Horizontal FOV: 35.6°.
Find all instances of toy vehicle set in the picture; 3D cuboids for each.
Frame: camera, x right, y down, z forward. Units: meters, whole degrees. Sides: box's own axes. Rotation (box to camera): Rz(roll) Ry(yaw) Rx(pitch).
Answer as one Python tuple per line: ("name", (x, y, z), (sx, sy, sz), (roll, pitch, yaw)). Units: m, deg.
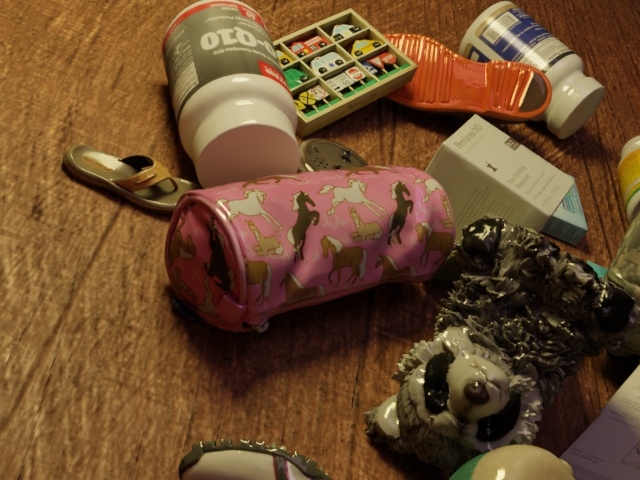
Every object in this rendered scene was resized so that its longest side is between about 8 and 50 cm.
("toy vehicle set", (0.012, -0.276, 1.614), (0.267, 0.035, 0.166), (-32, 67, -36))

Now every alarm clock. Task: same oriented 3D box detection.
("alarm clock", (-0.002, -0.101, 1.425), (0.192, 0.064, 0.129), (28, 35, 3))

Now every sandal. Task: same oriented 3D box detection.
("sandal", (-0.231, -0.084, 1.247), (0.180, 0.049, 0.072), (21, 36, -12))

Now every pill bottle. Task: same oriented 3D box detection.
("pill bottle", (0.406, -0.325, 1.911), (0.153, 0.153, 0.264), (-19, 58, -47))
("pill bottle", (0.603, -0.104, 1.808), (0.118, 0.117, 0.208), (24, 35, -9))
("pill bottle", (-0.121, -0.192, 1.362), (0.161, 0.161, 0.283), (9, 40, -27))

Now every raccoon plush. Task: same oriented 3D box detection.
("raccoon plush", (0.236, 0.169, 1.222), (0.216, 0.299, 0.446), (32, 0, 30))

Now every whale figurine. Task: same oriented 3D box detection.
("whale figurine", (0.220, 0.326, 1.015), (0.272, 0.141, 0.216), (37, 44, -30))

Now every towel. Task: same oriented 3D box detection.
("towel", (0.213, 0.019, 1.355), (0.110, 0.148, 0.027), (4, 62, -34))

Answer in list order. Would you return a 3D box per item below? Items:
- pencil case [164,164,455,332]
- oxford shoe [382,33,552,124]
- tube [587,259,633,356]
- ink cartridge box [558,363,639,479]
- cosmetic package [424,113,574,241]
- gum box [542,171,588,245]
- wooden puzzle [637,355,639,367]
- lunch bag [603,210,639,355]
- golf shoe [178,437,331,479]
("pencil case", (0.000, 0.000, 1.215), (0.386, 0.167, 0.160), (-13, 24, -43))
("oxford shoe", (0.214, -0.267, 1.760), (0.364, 0.133, 0.130), (15, 80, -2))
("tube", (0.449, 0.096, 1.515), (0.080, 0.052, 0.207), (28, 31, -6))
("ink cartridge box", (0.463, 0.268, 1.173), (0.296, 0.066, 0.261), (18, 42, 42))
("cosmetic package", (0.242, -0.059, 1.464), (0.184, 0.151, 0.151), (36, 34, 9))
("gum box", (0.347, -0.083, 1.665), (0.184, 0.041, 0.157), (22, 36, -13))
("wooden puzzle", (0.629, 0.203, 1.478), (0.322, 0.080, 0.348), (33, 35, 4))
("lunch bag", (0.553, 0.041, 1.336), (0.305, 0.256, 0.212), (26, 34, 23))
("golf shoe", (-0.015, 0.278, 0.910), (0.273, 0.105, 0.120), (29, 42, -1))
